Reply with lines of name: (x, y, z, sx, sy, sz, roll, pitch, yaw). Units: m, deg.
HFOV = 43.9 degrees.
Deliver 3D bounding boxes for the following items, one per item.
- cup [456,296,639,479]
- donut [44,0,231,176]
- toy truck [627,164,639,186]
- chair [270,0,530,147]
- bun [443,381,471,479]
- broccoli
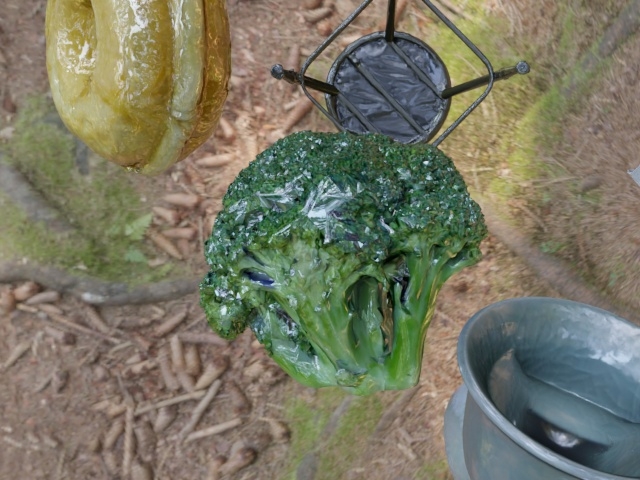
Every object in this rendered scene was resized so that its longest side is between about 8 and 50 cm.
cup: (0.185, 0.161, 0.622, 0.199, 0.199, 0.150, 26, 124, 21)
donut: (-0.288, -0.313, 1.231, 0.449, 0.198, 0.448, 18, 112, 53)
toy truck: (0.704, -0.176, 1.510, 0.101, 0.125, 0.242, 54, 140, 20)
chair: (0.155, -0.340, 1.729, 0.365, 0.410, 0.362, 44, 93, -2)
bun: (0.331, 0.301, 1.119, 0.355, 0.354, 0.194, 9, 104, 24)
broccoli: (0.018, 0.016, 0.752, 0.295, 0.265, 0.245, -3, 98, 38)
